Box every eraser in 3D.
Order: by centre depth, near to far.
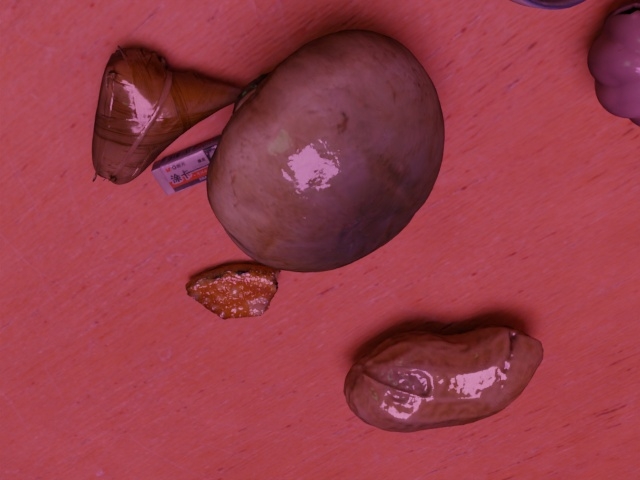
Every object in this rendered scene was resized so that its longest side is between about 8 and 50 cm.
[{"bbox_3d":[-0.188,-0.112,1.232,0.122,0.029,0.052,-21,123,14],"label":"eraser"}]

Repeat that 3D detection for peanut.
[{"bbox_3d":[0.208,0.233,1.408,0.340,0.158,0.174,-5,95,-2],"label":"peanut"}]

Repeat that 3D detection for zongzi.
[{"bbox_3d":[-0.218,-0.161,1.164,0.197,0.099,0.194,12,125,-17],"label":"zongzi"}]

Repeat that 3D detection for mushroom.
[{"bbox_3d":[0.008,-0.114,1.090,0.352,0.260,0.352,-28,150,-17],"label":"mushroom"}]

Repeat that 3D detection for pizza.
[{"bbox_3d":[-0.140,0.082,1.366,0.160,0.036,0.099,-8,124,6],"label":"pizza"}]

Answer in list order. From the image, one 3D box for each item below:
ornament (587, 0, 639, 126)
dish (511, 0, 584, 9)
[{"bbox_3d":[0.441,-0.238,1.080,0.177,0.177,0.177,0,125,0],"label":"ornament"},{"bbox_3d":[0.233,-0.410,0.963,0.273,0.134,0.273,-9,106,-32],"label":"dish"}]
